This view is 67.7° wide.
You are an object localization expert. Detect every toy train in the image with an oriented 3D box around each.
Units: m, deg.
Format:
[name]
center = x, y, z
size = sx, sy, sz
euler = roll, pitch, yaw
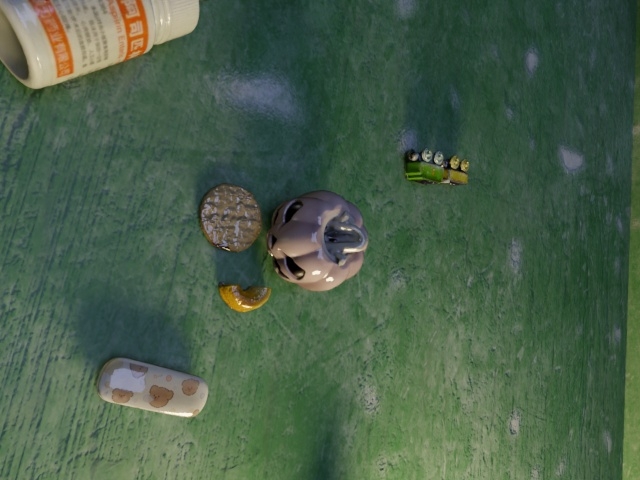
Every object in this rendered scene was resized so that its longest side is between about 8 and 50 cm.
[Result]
[toy train]
center = 0.281, -0.168, 1.136
size = 0.202, 0.060, 0.081
euler = 5, 91, -38

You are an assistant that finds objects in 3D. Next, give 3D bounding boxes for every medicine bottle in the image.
[medicine bottle]
center = -0.298, -0.308, 0.632
size = 0.252, 0.145, 0.144
euler = -41, 111, -34

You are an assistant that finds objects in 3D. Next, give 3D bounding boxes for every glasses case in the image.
[glasses case]
center = -0.241, 0.216, 0.698
size = 0.164, 0.041, 0.063
euler = 28, 70, -33

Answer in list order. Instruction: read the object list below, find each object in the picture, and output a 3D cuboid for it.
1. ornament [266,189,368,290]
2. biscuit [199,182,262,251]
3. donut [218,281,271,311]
[ornament]
center = 0.000, -0.001, 0.832
size = 0.178, 0.178, 0.177
euler = 4, 84, -38
[biscuit]
center = -0.150, -0.039, 0.808
size = 0.120, 0.015, 0.120
euler = 4, 83, -38
[donut]
center = -0.125, 0.088, 0.804
size = 0.083, 0.038, 0.067
euler = 50, 62, -26
